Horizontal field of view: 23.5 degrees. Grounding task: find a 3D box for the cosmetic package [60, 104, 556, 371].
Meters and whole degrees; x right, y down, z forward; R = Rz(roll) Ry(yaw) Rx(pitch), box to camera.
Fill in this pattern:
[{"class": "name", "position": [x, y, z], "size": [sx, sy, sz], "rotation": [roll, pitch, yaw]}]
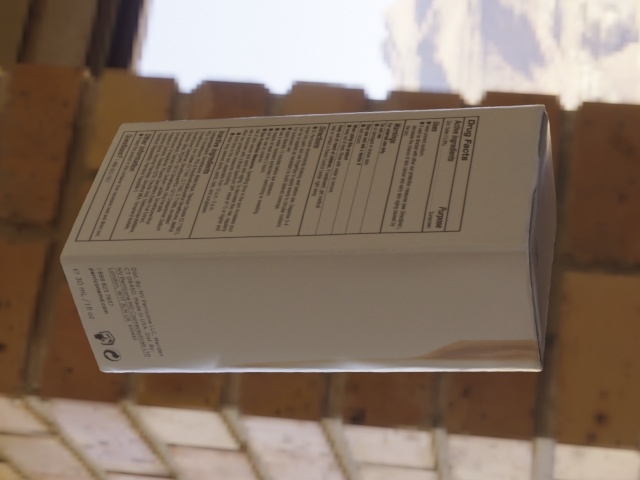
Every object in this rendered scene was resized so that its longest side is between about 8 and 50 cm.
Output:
[{"class": "cosmetic package", "position": [0.000, 0.000, 0.388], "size": [0.060, 0.115, 0.041], "rotation": [-73, -23, -48]}]
